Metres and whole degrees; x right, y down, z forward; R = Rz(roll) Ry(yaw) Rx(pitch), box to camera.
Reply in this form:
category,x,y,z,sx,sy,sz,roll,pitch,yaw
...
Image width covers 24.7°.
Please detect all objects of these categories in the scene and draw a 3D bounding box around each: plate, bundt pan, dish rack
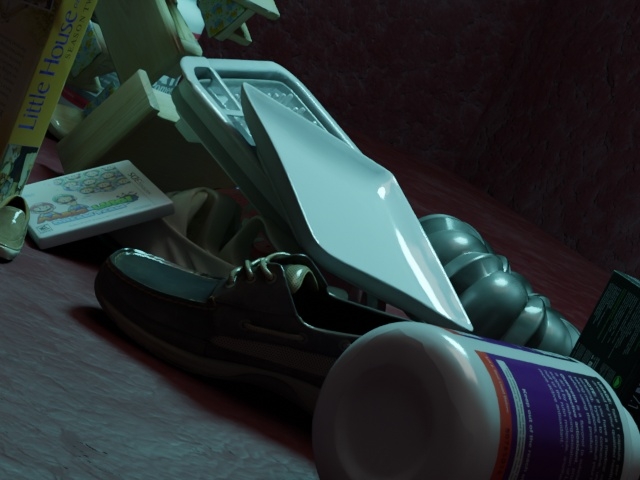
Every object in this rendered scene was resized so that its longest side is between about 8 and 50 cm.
category,x,y,z,sx,sy,sz,roll,pitch,yaw
plate,0.031,-0.026,1.631,0.277,0.045,0.278,29,26,-43
bundt pan,0.212,0.090,1.824,0.331,0.124,0.331,44,6,-5
dish rack,-0.042,-0.097,1.784,0.285,0.072,0.333,50,21,10

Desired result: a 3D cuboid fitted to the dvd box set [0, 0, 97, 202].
category,x,y,z,sx,sy,sz,roll,pitch,yaw
dvd box set,-0.380,-0.279,1.617,0.308,0.420,0.062,31,15,30

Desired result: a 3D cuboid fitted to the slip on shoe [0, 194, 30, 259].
category,x,y,z,sx,sy,sz,roll,pitch,yaw
slip on shoe,-0.322,-0.015,1.502,0.051,0.041,0.135,25,10,-6

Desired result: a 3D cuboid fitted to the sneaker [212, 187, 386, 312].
category,x,y,z,sx,sy,sz,roll,pitch,yaw
sneaker,-0.063,0.016,1.803,0.314,0.116,0.136,32,13,31

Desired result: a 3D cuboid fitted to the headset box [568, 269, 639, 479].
category,x,y,z,sx,sy,sz,roll,pitch,yaw
headset box,0.413,0.206,1.655,0.283,0.246,0.131,24,9,-22

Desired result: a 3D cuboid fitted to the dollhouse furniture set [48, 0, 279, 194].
category,x,y,z,sx,sy,sz,roll,pitch,yaw
dollhouse furniture set,-0.263,-0.256,2.072,0.256,0.362,0.394,17,43,-51

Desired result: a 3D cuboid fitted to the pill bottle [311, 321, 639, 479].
category,x,y,z,sx,sy,sz,roll,pitch,yaw
pill bottle,0.154,0.180,1.300,0.323,0.181,0.181,16,14,-48

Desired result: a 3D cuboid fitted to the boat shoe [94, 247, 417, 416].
category,x,y,z,sx,sy,sz,roll,pitch,yaw
boat shoe,-0.042,0.071,1.419,0.355,0.130,0.132,21,20,3

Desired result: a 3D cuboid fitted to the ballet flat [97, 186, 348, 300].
category,x,y,z,sx,sy,sz,roll,pitch,yaw
ballet flat,-0.105,0.018,1.635,0.139,0.139,0.400,15,14,-48

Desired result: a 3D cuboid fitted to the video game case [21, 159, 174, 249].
category,x,y,z,sx,sy,sz,roll,pitch,yaw
video game case,-0.262,-0.043,1.639,0.157,0.019,0.143,-16,30,-23

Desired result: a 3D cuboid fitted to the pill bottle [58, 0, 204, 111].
category,x,y,z,sx,sy,sz,roll,pitch,yaw
pill bottle,-0.298,-0.331,2.412,0.176,0.318,0.176,26,11,-5
